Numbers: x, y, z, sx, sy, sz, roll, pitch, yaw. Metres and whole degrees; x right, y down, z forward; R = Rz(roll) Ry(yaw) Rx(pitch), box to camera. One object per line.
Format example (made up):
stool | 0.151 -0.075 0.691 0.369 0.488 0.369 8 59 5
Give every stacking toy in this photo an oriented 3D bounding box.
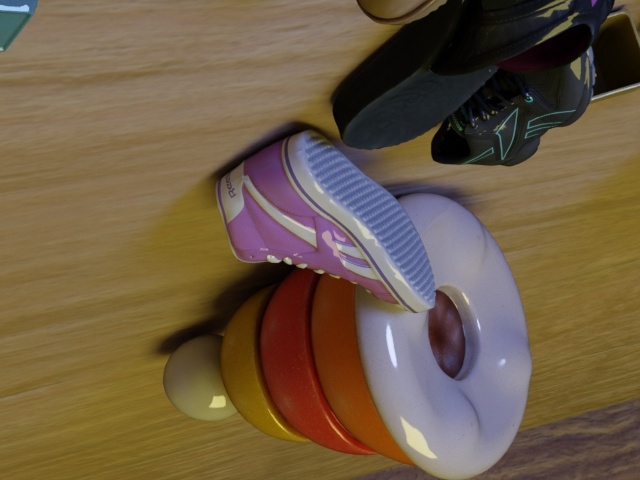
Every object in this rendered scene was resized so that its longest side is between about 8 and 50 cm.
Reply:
stacking toy | -0.004 0.148 1.948 0.480 0.350 0.351 -13 169 36

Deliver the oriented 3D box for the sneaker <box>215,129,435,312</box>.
sneaker | 0.000 -0.001 1.645 0.161 0.102 0.282 -25 128 27

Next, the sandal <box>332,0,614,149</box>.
sandal | 0.176 -0.189 1.399 0.168 0.107 0.446 -7 156 -35

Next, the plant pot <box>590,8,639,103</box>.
plant pot | 0.285 -0.181 1.585 0.081 0.081 0.083 -17 172 -13

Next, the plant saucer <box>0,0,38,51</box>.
plant saucer | -0.301 -0.162 1.112 0.192 0.018 0.067 -2 153 -41

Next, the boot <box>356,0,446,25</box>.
boot | 0.031 -0.255 1.081 0.269 0.089 0.236 -7 144 -52

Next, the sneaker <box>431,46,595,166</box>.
sneaker | 0.196 -0.141 1.561 0.106 0.101 0.267 -11 158 -20
